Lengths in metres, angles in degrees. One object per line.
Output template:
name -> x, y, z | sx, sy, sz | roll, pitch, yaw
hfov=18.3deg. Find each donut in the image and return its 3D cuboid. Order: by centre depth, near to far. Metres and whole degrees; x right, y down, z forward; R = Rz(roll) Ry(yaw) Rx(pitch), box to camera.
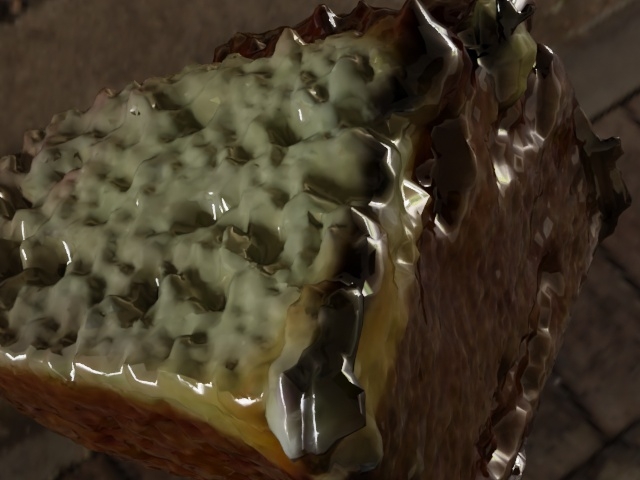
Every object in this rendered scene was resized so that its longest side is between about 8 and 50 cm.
donut -> -0.003, 0.010, 0.485 | 0.126, 0.144, 0.186 | 8, 47, 25
